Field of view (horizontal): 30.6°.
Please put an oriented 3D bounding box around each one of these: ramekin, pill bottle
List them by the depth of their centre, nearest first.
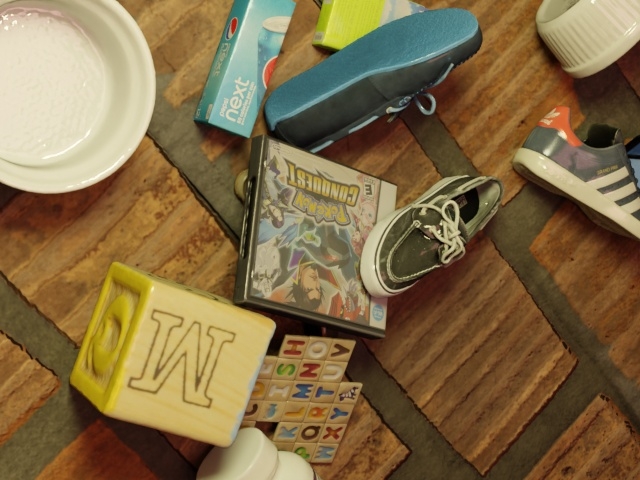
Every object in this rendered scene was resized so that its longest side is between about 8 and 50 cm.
[{"bbox_3d":[-0.368,-0.206,1.540,0.277,0.135,0.277,-5,101,-26],"label":"ramekin"},{"bbox_3d":[-0.051,0.430,1.780,0.169,0.169,0.301,-44,114,-14],"label":"pill bottle"},{"bbox_3d":[0.444,-0.374,1.887,0.109,0.207,0.207,41,79,-17],"label":"ramekin"}]

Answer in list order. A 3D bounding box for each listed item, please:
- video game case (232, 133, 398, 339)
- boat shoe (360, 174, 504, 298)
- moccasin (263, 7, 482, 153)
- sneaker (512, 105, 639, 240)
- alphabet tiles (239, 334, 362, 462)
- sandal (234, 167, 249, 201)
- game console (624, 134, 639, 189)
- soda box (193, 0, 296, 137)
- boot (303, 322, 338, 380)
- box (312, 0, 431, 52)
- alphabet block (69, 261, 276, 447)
[{"bbox_3d":[0.000,0.000,1.736,0.274,0.035,0.248,18,71,-38],"label":"video game case"},{"bbox_3d":[0.182,-0.012,1.807,0.306,0.105,0.113,-33,107,-41],"label":"boat shoe"},{"bbox_3d":[0.084,-0.235,1.749,0.341,0.138,0.117,-22,131,10],"label":"moccasin"},{"bbox_3d":[0.496,-0.108,1.989,0.350,0.131,0.148,30,89,-27],"label":"sneaker"},{"bbox_3d":[-0.034,0.247,1.797,0.198,0.009,0.237,7,118,-26],"label":"alphabet tiles"},{"bbox_3d":[-0.042,-0.068,1.773,0.180,0.049,0.072,11,93,-28],"label":"sandal"},{"bbox_3d":[0.581,-0.133,2.062,0.122,0.071,0.107,2,97,-26],"label":"game console"},{"bbox_3d":[-0.110,-0.259,1.699,0.071,0.067,0.210,19,90,-28],"label":"soda box"},{"bbox_3d":[0.029,0.108,1.819,0.106,0.082,0.219,-16,103,-21],"label":"boot"},{"bbox_3d":[0.084,-0.328,1.798,0.178,0.042,0.109,13,93,-29],"label":"box"},{"bbox_3d":[-0.211,0.159,1.647,0.197,0.192,0.194,21,87,-29],"label":"alphabet block"}]
